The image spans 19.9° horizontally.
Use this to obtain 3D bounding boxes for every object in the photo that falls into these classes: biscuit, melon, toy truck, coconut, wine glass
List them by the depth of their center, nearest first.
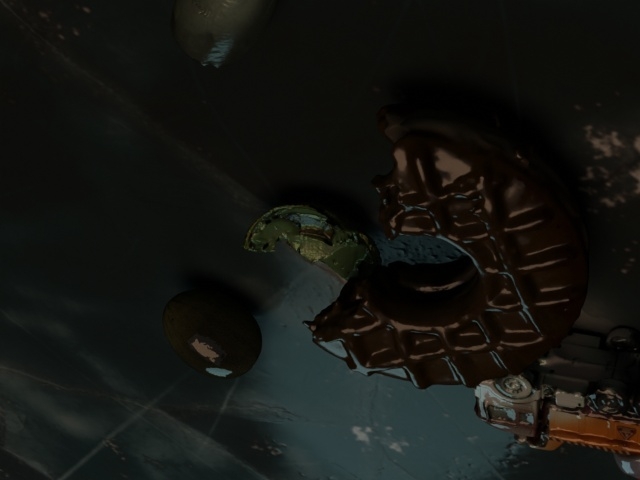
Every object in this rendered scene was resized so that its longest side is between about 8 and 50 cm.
[{"bbox_3d":[-0.132,-0.304,1.672,0.264,0.096,0.309,18,146,-15],"label":"wine glass"},{"bbox_3d":[0.146,0.020,1.905,0.268,0.115,0.366,17,136,-4],"label":"biscuit"},{"bbox_3d":[0.002,-0.002,2.035,0.158,0.055,0.133,28,142,-7],"label":"coconut"},{"bbox_3d":[0.309,0.169,2.036,0.270,0.114,0.135,9,136,15],"label":"toy truck"},{"bbox_3d":[-0.131,0.112,2.214,0.131,0.098,0.098,39,141,-12],"label":"melon"}]

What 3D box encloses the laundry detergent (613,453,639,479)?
[{"bbox_3d":[0.455,0.334,2.176,0.159,0.088,0.335,-12,129,39],"label":"laundry detergent"}]
